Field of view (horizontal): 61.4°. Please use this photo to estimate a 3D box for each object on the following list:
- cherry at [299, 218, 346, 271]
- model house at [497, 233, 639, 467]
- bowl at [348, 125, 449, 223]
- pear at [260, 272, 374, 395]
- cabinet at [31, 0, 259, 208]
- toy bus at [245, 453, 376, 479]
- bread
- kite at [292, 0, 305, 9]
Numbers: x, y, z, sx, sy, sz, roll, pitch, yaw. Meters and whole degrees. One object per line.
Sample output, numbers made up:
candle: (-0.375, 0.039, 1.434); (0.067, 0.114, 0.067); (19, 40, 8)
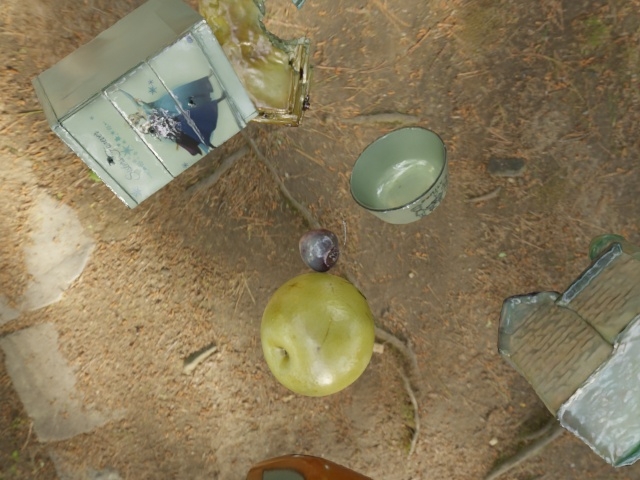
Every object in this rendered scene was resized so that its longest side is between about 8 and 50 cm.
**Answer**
cherry: (-0.001, -0.004, 1.563); (0.115, 0.148, 0.188); (-4, 120, -11)
model house: (0.460, 0.145, 0.889); (0.243, 0.284, 0.298); (38, 99, -26)
bowl: (0.176, -0.119, 1.113); (0.211, 0.211, 0.112); (-39, 135, 5)
pear: (-0.006, 0.263, 1.548); (0.347, 0.348, 0.349); (-2, 106, -6)
cabinet: (-0.215, -0.178, 0.679); (0.206, 0.150, 0.145); (-37, 138, -5)
toy bus: (-0.008, 0.291, 0.211); (0.093, 0.409, 0.092); (34, 127, -26)
bread: (-0.177, -0.481, 1.437); (0.313, 0.192, 0.370); (6, 118, 2)
kite: (-0.054, -0.724, 1.280); (0.368, 0.014, 0.407); (-13, 75, 12)
